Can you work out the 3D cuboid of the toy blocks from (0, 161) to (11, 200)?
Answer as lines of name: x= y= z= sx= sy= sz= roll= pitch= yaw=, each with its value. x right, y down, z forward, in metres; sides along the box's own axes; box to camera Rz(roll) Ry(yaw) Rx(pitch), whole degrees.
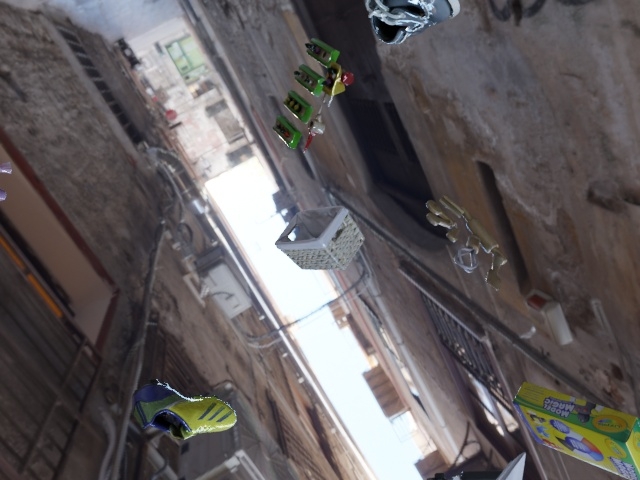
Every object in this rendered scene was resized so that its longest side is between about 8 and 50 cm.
toy blocks: x=-0.597 y=-0.082 z=0.769 sx=0.260 sy=0.308 sz=0.288 roll=5 pitch=-148 yaw=-31

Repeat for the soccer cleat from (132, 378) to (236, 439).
soccer cleat: x=-0.296 y=0.400 z=1.189 sx=0.093 sy=0.289 sz=0.121 roll=-41 pitch=-134 yaw=12

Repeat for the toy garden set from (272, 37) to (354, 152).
toy garden set: x=-0.030 y=-0.325 z=1.222 sx=0.203 sy=0.049 sz=0.244 roll=51 pitch=-58 yaw=46

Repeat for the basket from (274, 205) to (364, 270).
basket: x=0.000 y=0.000 z=1.196 sx=0.167 sy=0.103 sz=0.113 roll=-5 pitch=-138 yaw=50

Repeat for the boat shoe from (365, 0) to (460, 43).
boat shoe: x=0.120 y=-0.339 z=0.772 sx=0.099 sy=0.116 sz=0.319 roll=-37 pitch=-171 yaw=14

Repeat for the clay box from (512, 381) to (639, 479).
clay box: x=0.446 y=0.319 z=0.881 sx=0.053 sy=0.127 sz=0.222 roll=-47 pitch=-152 yaw=-22

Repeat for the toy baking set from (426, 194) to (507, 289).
toy baking set: x=0.309 y=0.002 z=1.122 sx=0.197 sy=0.256 sz=0.030 roll=-4 pitch=142 yaw=-46

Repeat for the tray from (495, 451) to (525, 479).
tray: x=0.424 y=0.603 z=1.251 sx=0.030 sy=0.145 sz=0.270 roll=11 pitch=-173 yaw=34

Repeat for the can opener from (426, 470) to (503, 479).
can opener: x=0.455 y=0.748 z=1.613 sx=0.281 sy=0.074 sz=0.093 roll=-11 pitch=-153 yaw=13
